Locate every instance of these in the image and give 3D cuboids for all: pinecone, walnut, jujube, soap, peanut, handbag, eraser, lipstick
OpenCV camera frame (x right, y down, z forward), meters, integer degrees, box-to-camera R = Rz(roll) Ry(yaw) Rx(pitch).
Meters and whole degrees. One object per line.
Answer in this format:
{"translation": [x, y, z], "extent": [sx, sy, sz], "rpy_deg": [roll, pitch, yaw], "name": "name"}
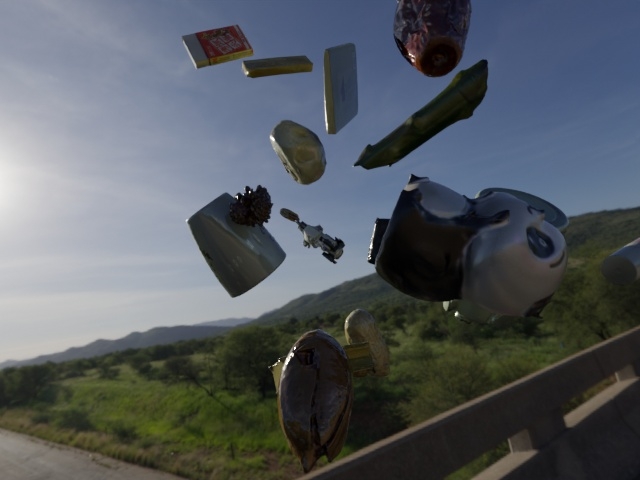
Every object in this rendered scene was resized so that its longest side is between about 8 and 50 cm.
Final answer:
{"translation": [-0.161, -0.073, 0.945], "extent": [0.109, 0.103, 0.102], "rpy_deg": [-33, -21, 34], "name": "pinecone"}
{"translation": [-0.008, 0.265, 0.699], "extent": [0.136, 0.246, 0.137], "rpy_deg": [3, -38, 2], "name": "walnut"}
{"translation": [0.264, -0.500, 0.954], "extent": [0.189, 0.256, 0.190], "rpy_deg": [4, -34, 3], "name": "jujube"}
{"translation": [0.004, 0.307, 0.974], "extent": [0.233, 0.076, 0.135], "rpy_deg": [-3, -25, -22], "name": "soap"}
{"translation": [0.202, 0.448, 1.745], "extent": [0.152, 0.313, 0.152], "rpy_deg": [-29, 6, 3], "name": "peanut"}
{"translation": [-0.158, -0.640, 1.490], "extent": [0.251, 0.092, 0.037], "rpy_deg": [-13, -45, -17], "name": "soap"}
{"translation": [0.340, 0.017, 1.801], "extent": [0.246, 0.223, 0.080], "rpy_deg": [11, -2, 22], "name": "handbag"}
{"translation": [-0.392, -0.744, 1.547], "extent": [0.230, 0.157, 0.038], "rpy_deg": [-22, -23, -17], "name": "eraser"}
{"translation": [0.728, 0.028, 0.905], "extent": [0.254, 0.070, 0.070], "rpy_deg": [-18, -6, -28], "name": "lipstick"}

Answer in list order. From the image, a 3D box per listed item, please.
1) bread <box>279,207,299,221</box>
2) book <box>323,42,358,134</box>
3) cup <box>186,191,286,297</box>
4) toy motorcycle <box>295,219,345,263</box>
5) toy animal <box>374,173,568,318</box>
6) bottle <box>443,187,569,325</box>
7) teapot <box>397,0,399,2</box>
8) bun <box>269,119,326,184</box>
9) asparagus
{"translation": [-0.114, -0.095, 1.515], "extent": [0.046, 0.036, 0.083], "rpy_deg": [34, 4, 29], "name": "bread"}
{"translation": [0.071, -0.501, 1.308], "extent": [0.035, 0.240, 0.352], "rpy_deg": [4, 29, 17], "name": "book"}
{"translation": [-0.238, 0.001, 1.107], "extent": [0.186, 0.234, 0.258], "rpy_deg": [-37, 10, -7], "name": "cup"}
{"translation": [0.000, 0.000, 1.478], "extent": [0.102, 0.221, 0.150], "rpy_deg": [-50, -36, -7], "name": "toy motorcycle"}
{"translation": [0.276, 0.015, 0.745], "extent": [0.309, 0.251, 0.251], "rpy_deg": [21, -4, 13], "name": "toy animal"}
{"translation": [0.449, 0.068, 1.011], "extent": [0.228, 0.352, 0.229], "rpy_deg": [5, 31, -3], "name": "bottle"}
{"translation": [0.236, -0.793, 1.132], "extent": [0.159, 0.246, 0.116], "rpy_deg": [14, -27, -42], "name": "teapot"}
{"translation": [-0.080, -0.336, 1.554], "extent": [0.168, 0.273, 0.273], "rpy_deg": [-36, -8, -7], "name": "bun"}
{"translation": [0.223, -0.252, 0.889], "extent": [0.343, 0.082, 0.085], "rpy_deg": [-38, -37, 19], "name": "asparagus"}
